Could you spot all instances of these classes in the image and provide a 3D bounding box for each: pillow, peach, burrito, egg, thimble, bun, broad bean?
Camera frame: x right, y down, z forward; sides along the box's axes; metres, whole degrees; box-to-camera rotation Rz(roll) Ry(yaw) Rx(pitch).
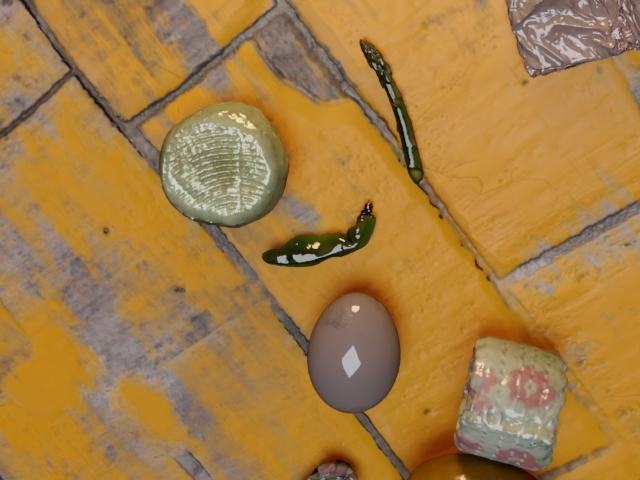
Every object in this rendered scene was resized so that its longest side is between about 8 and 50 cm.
[{"bbox_3d":[0.383,-0.310,1.278,0.249,0.049,0.135,-12,108,16],"label":"pillow"},{"bbox_3d":[0.244,0.437,1.521,0.251,0.153,0.251,6,138,5],"label":"peach"},{"bbox_3d":[-0.036,0.495,1.671,0.096,0.066,0.309,32,117,-5],"label":"burrito"},{"bbox_3d":[0.053,0.176,1.482,0.147,0.146,0.198,11,107,7],"label":"egg"},{"bbox_3d":[0.287,0.249,1.432,0.149,0.211,0.185,14,100,8],"label":"thimble"},{"bbox_3d":[-0.143,-0.113,1.423,0.196,0.118,0.195,2,107,6],"label":"bun"},{"bbox_3d":[0.006,0.006,1.479,0.195,0.046,0.061,-25,93,14],"label":"broad bean"}]

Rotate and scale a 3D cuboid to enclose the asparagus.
[{"bbox_3d":[0.111,-0.189,1.391,0.034,0.027,0.236,-20,107,7],"label":"asparagus"}]
